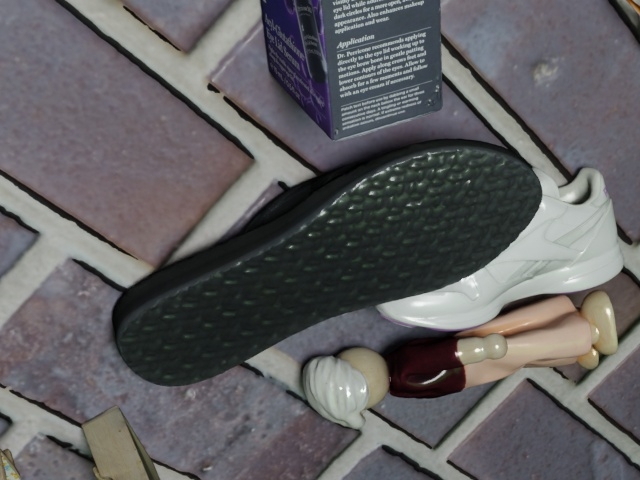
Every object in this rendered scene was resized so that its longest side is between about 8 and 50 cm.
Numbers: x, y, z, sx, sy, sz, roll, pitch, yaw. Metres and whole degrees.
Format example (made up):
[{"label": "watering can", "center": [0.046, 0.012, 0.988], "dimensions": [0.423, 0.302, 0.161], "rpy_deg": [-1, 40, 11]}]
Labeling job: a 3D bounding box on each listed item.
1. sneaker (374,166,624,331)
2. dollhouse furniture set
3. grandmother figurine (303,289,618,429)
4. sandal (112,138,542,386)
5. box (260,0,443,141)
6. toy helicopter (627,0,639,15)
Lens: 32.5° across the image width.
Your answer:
[{"label": "sneaker", "center": [0.188, 0.003, 1.196], "dimensions": [0.305, 0.114, 0.152], "rpy_deg": [-17, 112, -21]}, {"label": "dollhouse furniture set", "center": [-0.272, 0.302, 1.097], "dimensions": [0.242, 0.161, 0.212], "rpy_deg": [-28, 130, -9]}, {"label": "grandmother figurine", "center": [0.147, 0.135, 1.233], "dimensions": [0.342, 0.104, 0.208], "rpy_deg": [-10, 152, -12]}, {"label": "sandal", "center": [-0.002, -0.001, 1.093], "dimensions": [0.446, 0.107, 0.167], "rpy_deg": [-22, 130, 3]}, {"label": "box", "center": [0.020, -0.214, 0.917], "dimensions": [0.108, 0.153, 0.207], "rpy_deg": [-18, 126, -16]}, {"label": "toy helicopter", "center": [0.343, -0.286, 1.081], "dimensions": [0.355, 0.140, 0.235], "rpy_deg": [4, 128, -18]}]
